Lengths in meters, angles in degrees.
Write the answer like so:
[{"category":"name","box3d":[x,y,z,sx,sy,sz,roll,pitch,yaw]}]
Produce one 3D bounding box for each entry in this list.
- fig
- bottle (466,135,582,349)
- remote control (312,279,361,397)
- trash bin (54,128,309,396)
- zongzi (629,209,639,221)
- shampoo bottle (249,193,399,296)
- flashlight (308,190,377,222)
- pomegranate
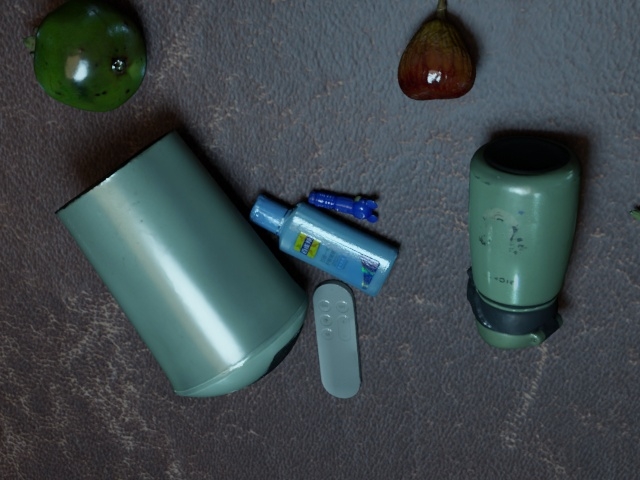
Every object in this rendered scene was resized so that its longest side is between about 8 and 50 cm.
[{"category":"fig","box3d":[0.174,-0.276,1.448,0.119,0.119,0.153,7,119,13]},{"category":"bottle","box3d":[0.312,0.018,1.537,0.168,0.168,0.347,6,123,13]},{"category":"remote control","box3d":[0.032,0.183,1.783,0.077,0.022,0.245,3,117,17]},{"category":"trash bin","box3d":[-0.220,0.055,1.650,0.280,0.280,0.432,-30,102,27]},{"category":"zongzi","box3d":[0.569,-0.061,1.484,0.130,0.062,0.154,38,115,9]},{"category":"shampoo bottle","box3d":[0.000,0.000,1.674,0.258,0.061,0.104,26,124,2]},{"category":"flashlight","box3d":[0.040,-0.063,1.647,0.121,0.035,0.057,14,144,14]},{"category":"pomegranate","box3d":[-0.391,-0.304,1.580,0.225,0.187,0.187,19,123,34]}]
